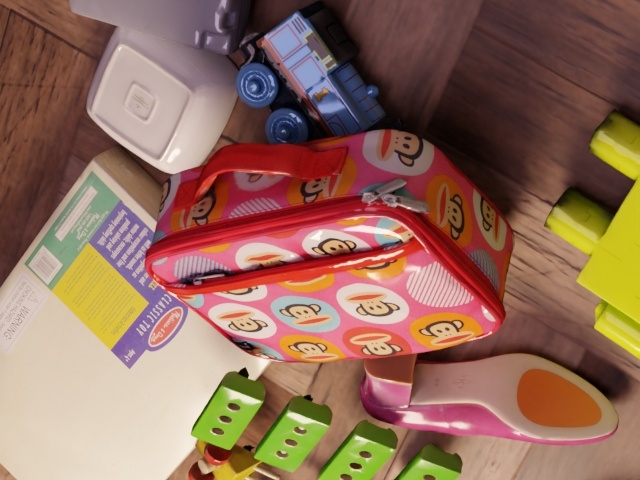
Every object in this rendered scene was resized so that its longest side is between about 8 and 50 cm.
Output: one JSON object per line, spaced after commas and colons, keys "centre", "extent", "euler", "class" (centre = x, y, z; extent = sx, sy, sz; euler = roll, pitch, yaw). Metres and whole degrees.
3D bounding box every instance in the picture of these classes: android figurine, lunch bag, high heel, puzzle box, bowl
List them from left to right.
{"centre": [-0.228, 0.128, 1.594], "extent": [0.272, 0.052, 0.409], "euler": [45, 124, 4], "class": "puzzle box"}
{"centre": [-0.160, -0.140, 1.444], "extent": [0.142, 0.053, 0.142], "euler": [36, 123, 8], "class": "bowl"}
{"centre": [0.000, 0.000, 1.310], "extent": [0.293, 0.120, 0.258], "euler": [-11, 142, 34], "class": "lunch bag"}
{"centre": [0.156, 0.161, 1.413], "extent": [0.244, 0.082, 0.117], "euler": [7, 152, 8], "class": "high heel"}
{"centre": [0.330, 0.011, 1.250], "extent": [0.273, 0.056, 0.248], "euler": [32, 121, 15], "class": "android figurine"}

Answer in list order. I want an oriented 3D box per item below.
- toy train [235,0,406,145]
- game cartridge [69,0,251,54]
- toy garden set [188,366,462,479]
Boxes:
{"centre": [0.003, -0.123, 1.352], "extent": [0.105, 0.080, 0.184], "euler": [-34, 93, 28], "class": "toy train"}
{"centre": [-0.141, -0.331, 1.341], "extent": [0.196, 0.060, 0.294], "euler": [17, 113, 16], "class": "game cartridge"}
{"centre": [-0.008, 0.213, 1.487], "extent": [0.244, 0.049, 0.204], "euler": [21, 142, -9], "class": "toy garden set"}
